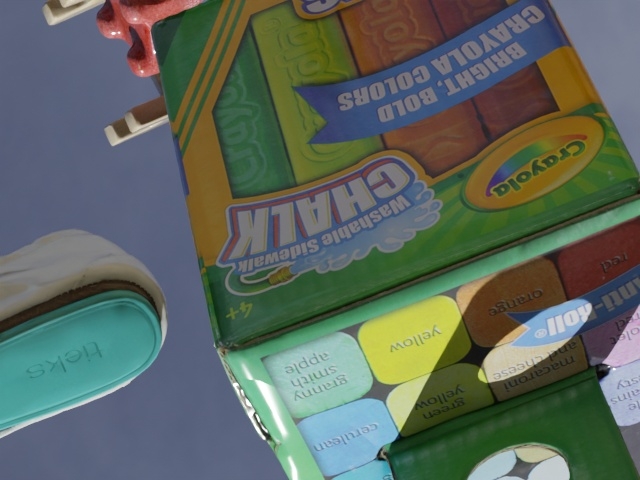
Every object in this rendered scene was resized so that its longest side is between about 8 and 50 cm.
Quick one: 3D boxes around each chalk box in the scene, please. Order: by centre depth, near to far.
[{"bbox_3d":[0.052,0.017,0.722,0.289,0.180,0.179,-108,-5,-47],"label":"chalk box"}]

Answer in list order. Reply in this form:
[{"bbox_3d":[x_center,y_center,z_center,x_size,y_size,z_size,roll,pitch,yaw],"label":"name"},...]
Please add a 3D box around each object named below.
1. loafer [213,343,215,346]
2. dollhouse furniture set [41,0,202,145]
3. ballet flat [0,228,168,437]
[{"bbox_3d":[0.000,0.000,1.217,0.251,0.087,0.094,-55,-40,-20],"label":"loafer"},{"bbox_3d":[-0.117,-0.261,0.935,0.152,0.201,0.374,-28,-85,-19],"label":"dollhouse furniture set"},{"bbox_3d":[-0.299,0.095,1.098,0.400,0.139,0.139,-21,-84,-15],"label":"ballet flat"}]
